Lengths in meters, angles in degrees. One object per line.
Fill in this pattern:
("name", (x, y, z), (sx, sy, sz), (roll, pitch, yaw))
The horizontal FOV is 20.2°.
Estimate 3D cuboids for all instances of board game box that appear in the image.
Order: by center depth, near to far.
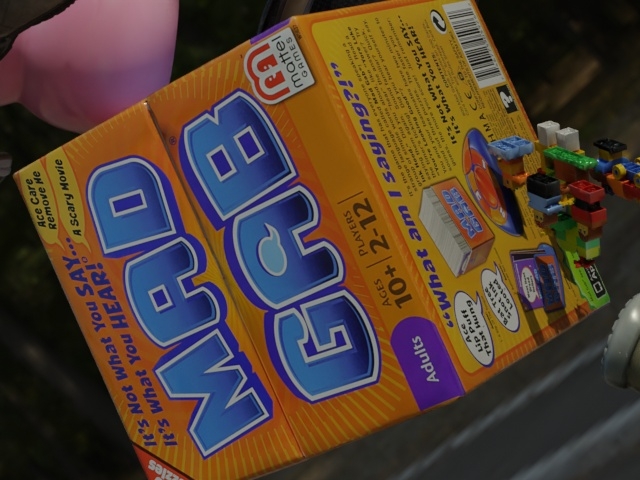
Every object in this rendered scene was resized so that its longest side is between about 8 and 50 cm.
("board game box", (0.000, 0.000, 1.745), (0.356, 0.356, 0.356), (-25, -2, 31))

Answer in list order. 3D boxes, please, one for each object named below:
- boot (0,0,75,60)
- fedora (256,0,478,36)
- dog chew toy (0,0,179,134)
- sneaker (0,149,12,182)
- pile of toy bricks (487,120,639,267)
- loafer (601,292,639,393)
("boot", (-0.301, -0.234, 1.591), (0.246, 0.083, 0.161), (-44, -20, 15))
("fedora", (0.076, -0.267, 2.089), (0.334, 0.152, 0.334), (-39, -23, -21))
("dog chew toy", (-0.314, -0.219, 1.813), (0.206, 0.332, 0.206), (-174, 90, -81))
("sneaker", (-0.430, -0.014, 1.855), (0.282, 0.099, 0.153), (-18, -64, -56))
("pile of toy bricks", (0.232, -0.028, 1.633), (0.118, 0.105, 0.212), (-18, 23, -23))
("loafer", (0.291, 0.056, 1.227), (0.251, 0.087, 0.094), (-27, -42, -41))
